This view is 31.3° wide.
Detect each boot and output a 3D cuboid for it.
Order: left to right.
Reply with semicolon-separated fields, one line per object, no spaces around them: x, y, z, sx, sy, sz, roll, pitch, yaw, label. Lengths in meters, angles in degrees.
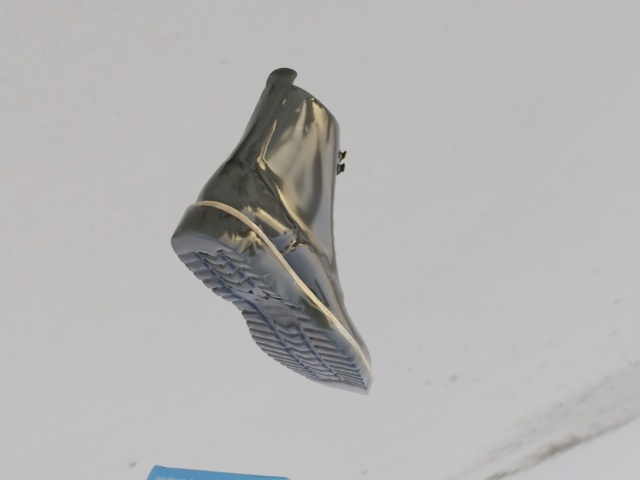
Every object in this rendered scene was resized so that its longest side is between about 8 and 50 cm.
0.000;0.000;0.739;0.198;0.077;0.137;55;50;-45;boot

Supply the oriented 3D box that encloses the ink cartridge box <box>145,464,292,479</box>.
-0.049;0.179;0.373;0.061;0.104;0.181;0;-137;27;ink cartridge box
